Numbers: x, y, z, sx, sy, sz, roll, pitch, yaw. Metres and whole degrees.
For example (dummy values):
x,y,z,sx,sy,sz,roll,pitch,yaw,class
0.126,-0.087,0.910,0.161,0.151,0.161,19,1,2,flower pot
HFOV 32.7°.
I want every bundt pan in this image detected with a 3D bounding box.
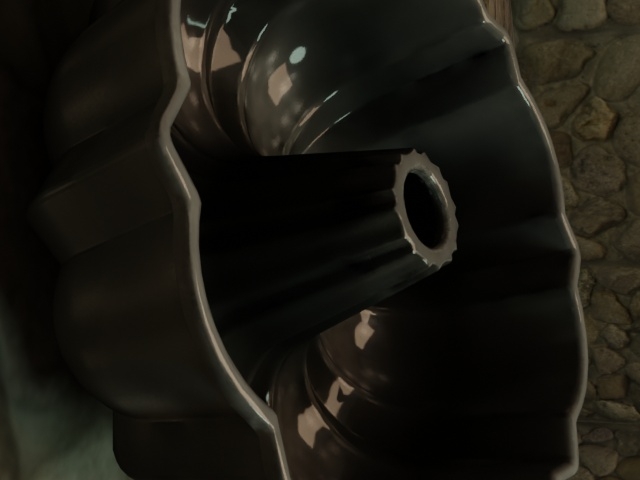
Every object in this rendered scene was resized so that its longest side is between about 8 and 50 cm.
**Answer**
x,y,z,sx,sy,sz,roll,pitch,yaw,class
0.000,0.000,0.511,0.331,0.124,0.330,26,56,-47,bundt pan

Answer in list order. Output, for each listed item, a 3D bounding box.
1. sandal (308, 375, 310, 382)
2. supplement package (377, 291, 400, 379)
x,y,z,sx,sy,sz,roll,pitch,yaw,class
-0.049,0.107,0.594,0.049,0.072,0.180,8,86,-52,sandal
0.005,0.103,0.684,0.105,0.105,0.179,52,40,-66,supplement package
